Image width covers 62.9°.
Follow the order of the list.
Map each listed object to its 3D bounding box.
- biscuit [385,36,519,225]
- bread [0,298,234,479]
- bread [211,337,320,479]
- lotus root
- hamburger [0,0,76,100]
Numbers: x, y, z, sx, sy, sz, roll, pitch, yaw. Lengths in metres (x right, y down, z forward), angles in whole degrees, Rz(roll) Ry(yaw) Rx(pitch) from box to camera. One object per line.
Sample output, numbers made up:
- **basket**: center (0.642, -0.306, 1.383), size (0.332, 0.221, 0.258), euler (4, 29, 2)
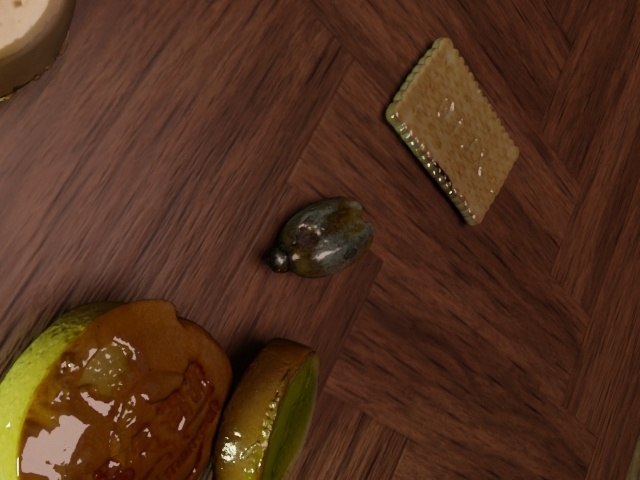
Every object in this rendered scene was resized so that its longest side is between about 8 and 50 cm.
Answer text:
- **biscuit**: center (0.264, -0.202, 1.010), size (0.325, 0.044, 0.217), euler (43, 69, -30)
- **bread**: center (-0.221, 0.198, 0.591), size (0.270, 0.148, 0.270), euler (-2, 92, -55)
- **bread**: center (-0.067, 0.254, 0.716), size (0.236, 0.070, 0.236), euler (13, 90, -74)
- **lotus root**: center (0.000, 0.000, 0.806), size (0.192, 0.088, 0.113), euler (-27, 92, -31)
- **hamburger**: center (-0.365, -0.263, 0.469), size (0.302, 0.170, 0.302), euler (-5, 99, -32)
